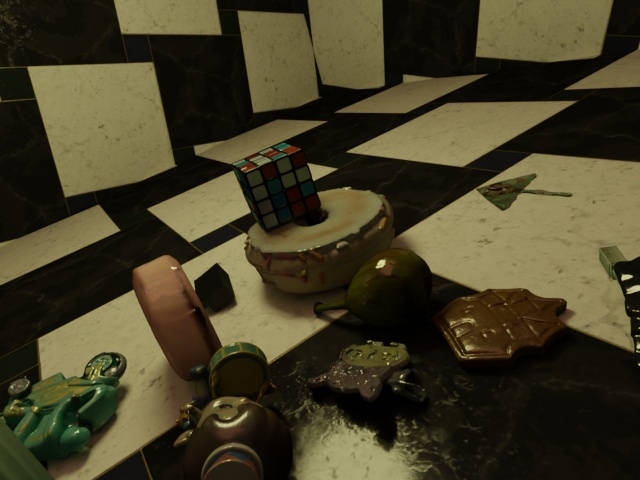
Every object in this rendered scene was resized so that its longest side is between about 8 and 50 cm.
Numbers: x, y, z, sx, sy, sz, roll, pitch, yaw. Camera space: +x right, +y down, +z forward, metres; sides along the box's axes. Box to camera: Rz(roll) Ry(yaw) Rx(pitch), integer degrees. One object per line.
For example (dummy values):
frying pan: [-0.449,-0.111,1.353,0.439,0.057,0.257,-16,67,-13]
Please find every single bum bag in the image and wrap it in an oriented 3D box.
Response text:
bum bag: [0.513,0.109,0.665,0.123,0.060,0.248,-3,31,27]

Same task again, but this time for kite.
kite: [0.530,-0.133,1.201,0.250,0.012,0.229,12,39,45]

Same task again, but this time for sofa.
sofa: [-0.267,0.125,1.150,0.085,0.060,0.147,-38,27,-3]

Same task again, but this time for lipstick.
lipstick: [0.525,0.055,0.797,0.030,0.030,0.129,-8,27,18]

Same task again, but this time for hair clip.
hair clip: [0.085,0.213,0.739,0.187,0.056,0.146,5,27,45]

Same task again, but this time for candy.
candy: [-0.271,0.147,0.871,0.094,0.255,0.255,-27,27,-18]

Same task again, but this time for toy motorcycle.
toy motorcycle: [-0.491,0.329,0.834,0.296,0.109,0.198,-26,36,-20]

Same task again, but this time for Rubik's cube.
Rubik's cube: [-0.112,-0.137,1.125,0.155,0.154,0.151,-25,25,-14]

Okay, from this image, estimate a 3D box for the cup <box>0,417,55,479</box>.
cup: [-0.259,0.326,0.358,0.401,0.392,0.310,-26,32,-29]

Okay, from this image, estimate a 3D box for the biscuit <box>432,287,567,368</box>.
biscuit: [0.312,0.134,0.771,0.215,0.034,0.182,-18,26,-1]

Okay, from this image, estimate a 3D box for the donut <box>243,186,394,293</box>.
donut: [0.000,0.000,1.116,0.383,0.142,0.382,-15,25,7]

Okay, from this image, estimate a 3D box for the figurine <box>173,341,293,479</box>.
figurine: [-0.116,0.267,0.633,0.161,0.158,0.275,17,12,-23]

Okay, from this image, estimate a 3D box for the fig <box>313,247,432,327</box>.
fig: [0.082,0.096,0.878,0.259,0.151,0.151,-9,26,26]
